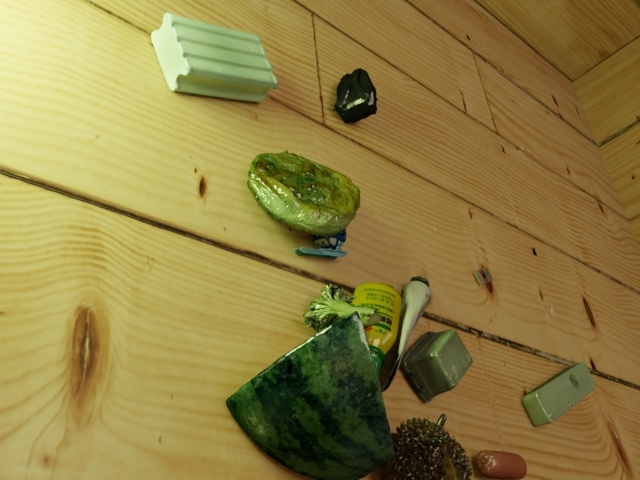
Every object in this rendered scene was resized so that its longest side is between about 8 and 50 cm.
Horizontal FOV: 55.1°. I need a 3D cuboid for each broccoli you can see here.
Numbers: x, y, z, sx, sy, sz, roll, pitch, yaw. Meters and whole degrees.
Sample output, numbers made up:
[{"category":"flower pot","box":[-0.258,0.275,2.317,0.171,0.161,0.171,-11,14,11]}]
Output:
[{"category":"broccoli","box":[0.054,0.151,1.236,0.122,0.204,0.118,40,72,-19]}]

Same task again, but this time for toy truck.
[{"category":"toy truck","box":[0.000,0.000,1.398,0.136,0.063,0.074,8,74,-37]}]

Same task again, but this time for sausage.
[{"category":"sausage","box":[0.425,0.529,1.444,0.154,0.062,0.062,20,50,-36]}]

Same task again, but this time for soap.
[{"category":"soap","box":[-0.240,-0.415,1.422,0.265,0.087,0.159,-6,68,-47]}]

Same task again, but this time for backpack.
[{"category":"backpack","box":[0.107,-0.415,1.763,0.106,0.120,0.165,53,33,-39]}]

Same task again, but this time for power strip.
[{"category":"power strip","box":[0.708,0.441,1.798,0.385,0.062,0.091,-8,69,-47]}]

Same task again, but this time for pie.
[{"category":"pie","box":[-0.029,-0.117,1.388,0.277,0.078,0.277,16,40,-14]}]

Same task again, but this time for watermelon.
[{"category":"watermelon","box":[0.042,0.263,1.101,0.283,0.250,0.292,52,42,-13]}]

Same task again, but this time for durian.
[{"category":"durian","box":[0.214,0.434,1.206,0.196,0.167,0.196,-14,109,-48]}]

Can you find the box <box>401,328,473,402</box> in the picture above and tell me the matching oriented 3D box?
[{"category":"box","box":[0.282,0.285,1.442,0.172,0.093,0.124,-33,94,-51]}]

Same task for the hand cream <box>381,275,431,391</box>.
[{"category":"hand cream","box":[0.200,0.200,1.424,0.076,0.121,0.336,18,38,9]}]

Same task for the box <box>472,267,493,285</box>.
[{"category":"box","box":[0.492,0.109,1.855,0.083,0.012,0.046,-11,73,-50]}]

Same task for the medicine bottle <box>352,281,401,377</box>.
[{"category":"medicine bottle","box":[0.107,0.227,1.322,0.111,0.076,0.309,10,52,4]}]
